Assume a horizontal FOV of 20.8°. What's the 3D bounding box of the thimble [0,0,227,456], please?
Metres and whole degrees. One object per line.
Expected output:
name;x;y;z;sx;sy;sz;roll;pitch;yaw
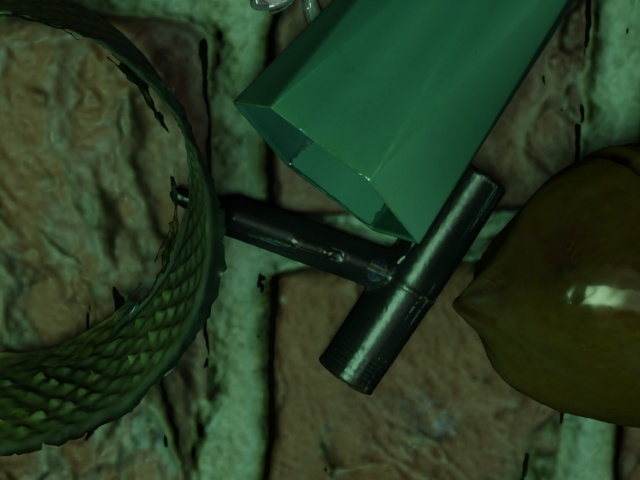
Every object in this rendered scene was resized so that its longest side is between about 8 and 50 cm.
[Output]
thimble;-0.196;-0.018;1.055;0.271;0.150;0.271;-2;106;-8

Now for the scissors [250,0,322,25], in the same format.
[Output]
scissors;0.019;-0.225;1.134;0.100;0.015;0.189;24;97;-20

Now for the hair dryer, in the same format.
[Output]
hair dryer;0.004;-0.015;1.176;0.195;0.050;0.173;33;93;-17

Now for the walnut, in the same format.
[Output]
walnut;0.225;0.030;1.152;0.298;0.203;0.203;-3;106;-26

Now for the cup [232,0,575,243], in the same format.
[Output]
cup;0.077;-0.127;1.106;0.236;0.134;0.148;-49;142;-9
